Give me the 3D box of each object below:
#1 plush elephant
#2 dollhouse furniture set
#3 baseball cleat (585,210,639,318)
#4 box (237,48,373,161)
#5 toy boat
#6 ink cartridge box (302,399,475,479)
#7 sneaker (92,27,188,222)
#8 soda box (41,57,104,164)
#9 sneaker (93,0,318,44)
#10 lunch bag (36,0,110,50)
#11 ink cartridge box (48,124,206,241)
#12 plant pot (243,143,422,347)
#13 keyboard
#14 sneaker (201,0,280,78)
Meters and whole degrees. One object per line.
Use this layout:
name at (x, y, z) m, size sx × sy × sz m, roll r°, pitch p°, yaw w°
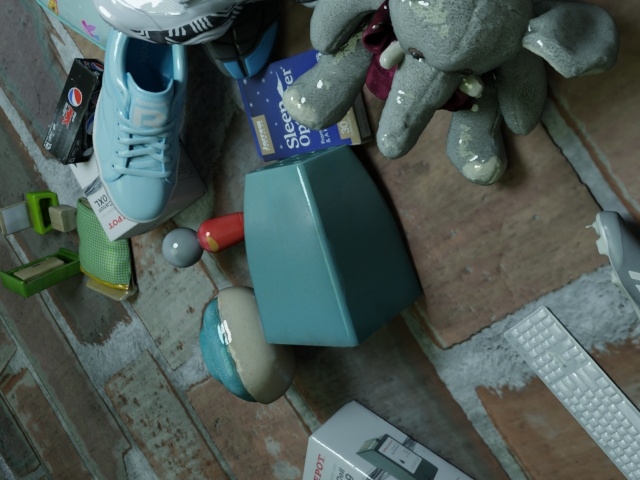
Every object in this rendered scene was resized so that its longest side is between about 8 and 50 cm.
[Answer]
plush elephant at (0.114, -0.187, 0.630) m, size 0.272 × 0.255 × 0.330 m, roll 25°, pitch 118°, yaw 0°
dollhouse furniture set at (-0.543, 0.021, 1.398) m, size 0.302 × 0.151 × 0.197 m, roll 15°, pitch 119°, yaw 35°
baseball cleat at (0.366, 0.048, 0.687) m, size 0.109 × 0.072 × 0.205 m, roll -26°, pitch 96°, yaw 31°
box at (-0.038, -0.188, 0.941) m, size 0.225 × 0.036 × 0.136 m, roll -4°, pitch 107°, yaw 43°
toy boat at (-0.146, 0.111, 1.059) m, size 0.267 × 0.148 × 0.318 m, roll 66°, pitch -176°, yaw -74°
ink cartridge box at (0.112, 0.421, 1.032) m, size 0.289 × 0.122 × 0.211 m, roll 27°, pitch 125°, yaw 30°
sneaker at (-0.260, -0.185, 0.951) m, size 0.150 × 0.135 × 0.365 m, roll -125°, pitch 37°, yaw -65°
soda box at (-0.386, -0.207, 1.074) m, size 0.060 × 0.053 × 0.169 m, roll 39°, pitch 117°, yaw 14°
sneaker at (-0.101, -0.329, 0.711) m, size 0.366 × 0.210 × 0.137 m, roll -7°, pitch 77°, yaw 8°
lunch bag at (-0.351, -0.440, 1.045) m, size 0.279 × 0.108 × 0.224 m, roll 37°, pitch 130°, yaw 23°
ink cartridge box at (-0.334, -0.141, 1.152) m, size 0.172 × 0.100 × 0.237 m, roll -29°, pitch 89°, yaw 30°
plant pot at (0.000, 0.000, 0.901) m, size 0.166 × 0.165 × 0.234 m, roll -6°, pitch 106°, yaw 43°
keyboard at (0.334, 0.196, 0.810) m, size 0.256 × 0.014 × 0.072 m, roll 50°, pitch 134°, yaw 11°
sneaker at (-0.153, -0.388, 0.913) m, size 0.140 × 0.125 × 0.340 m, roll 4°, pitch 111°, yaw 63°
